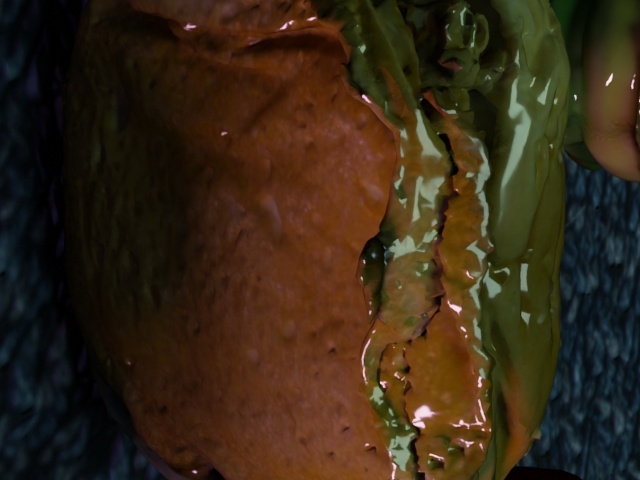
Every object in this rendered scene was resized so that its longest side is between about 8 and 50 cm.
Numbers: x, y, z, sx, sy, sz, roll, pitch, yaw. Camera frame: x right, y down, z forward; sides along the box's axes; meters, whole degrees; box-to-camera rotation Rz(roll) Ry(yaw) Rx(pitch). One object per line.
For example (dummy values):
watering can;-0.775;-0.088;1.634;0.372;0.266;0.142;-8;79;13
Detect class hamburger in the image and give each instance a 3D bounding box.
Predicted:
hamburger;0.175;-0.149;0.985;0.237;0.149;0.237;-41;142;-43
hamburger;0.000;0.000;0.731;0.158;0.318;0.319;-14;107;-33

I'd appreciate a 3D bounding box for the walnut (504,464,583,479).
walnut;0.050;0.239;0.902;0.269;0.222;0.244;-30;87;-28
